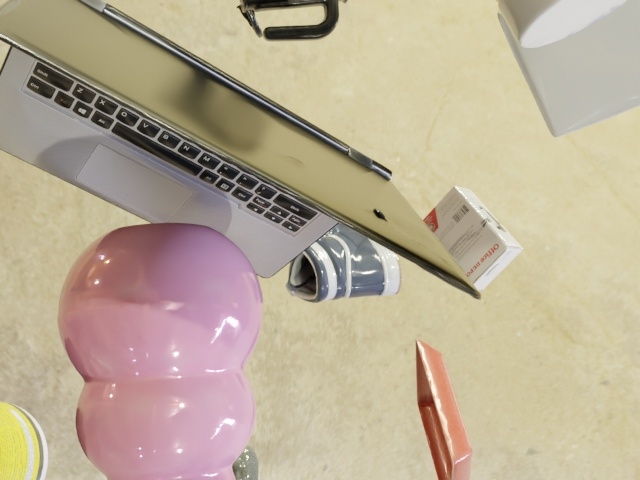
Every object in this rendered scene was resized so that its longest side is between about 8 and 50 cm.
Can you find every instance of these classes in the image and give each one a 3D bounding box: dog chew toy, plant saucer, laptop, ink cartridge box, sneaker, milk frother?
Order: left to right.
[{"bbox_3d":[-0.154,0.154,0.789,0.206,0.206,0.332,-4,82,-8],"label":"dog chew toy"},{"bbox_3d":[-0.128,-0.041,0.716,0.382,0.408,0.236,28,50,-21],"label":"laptop"},{"bbox_3d":[-0.041,-0.325,1.011,0.134,0.129,0.143,-7,25,-9],"label":"milk frother"},{"bbox_3d":[0.000,0.000,1.207,0.153,0.099,0.282,-9,32,-20],"label":"sneaker"},{"bbox_3d":[0.231,0.351,1.464,0.047,0.259,0.258,-11,49,-2],"label":"plant saucer"},{"bbox_3d":[0.228,-0.002,1.203,0.056,0.099,0.135,6,41,-51],"label":"ink cartridge box"}]

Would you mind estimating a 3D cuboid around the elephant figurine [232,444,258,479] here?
[{"bbox_3d":[-0.047,0.375,0.884,0.169,0.239,0.186,0,109,14],"label":"elephant figurine"}]

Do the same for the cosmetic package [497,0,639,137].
[{"bbox_3d":[0.437,-0.298,0.836,0.161,0.453,0.230,60,27,-17],"label":"cosmetic package"}]

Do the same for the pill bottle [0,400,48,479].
[{"bbox_3d":[-0.520,0.299,1.049,0.188,0.334,0.188,-1,74,5],"label":"pill bottle"}]

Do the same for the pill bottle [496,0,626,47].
[{"bbox_3d":[0.139,-0.265,0.567,0.131,0.131,0.229,-22,80,-15],"label":"pill bottle"}]
